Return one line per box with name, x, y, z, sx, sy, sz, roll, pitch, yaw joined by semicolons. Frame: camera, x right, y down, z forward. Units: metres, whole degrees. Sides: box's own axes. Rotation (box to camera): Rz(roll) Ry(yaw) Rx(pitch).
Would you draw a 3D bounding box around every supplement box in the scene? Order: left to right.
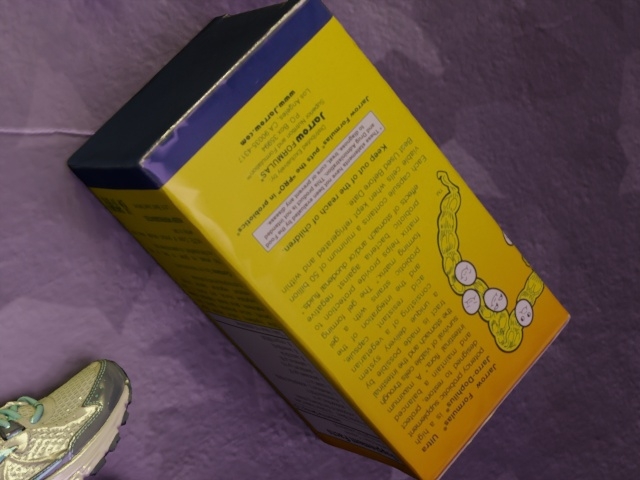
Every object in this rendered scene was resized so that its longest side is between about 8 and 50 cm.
supplement box;0.000;0.000;1.077;0.195;0.194;0.356;-47;112;-17

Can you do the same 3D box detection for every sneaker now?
sneaker;-0.271;0.176;1.000;0.283;0.110;0.122;-41;106;-19
